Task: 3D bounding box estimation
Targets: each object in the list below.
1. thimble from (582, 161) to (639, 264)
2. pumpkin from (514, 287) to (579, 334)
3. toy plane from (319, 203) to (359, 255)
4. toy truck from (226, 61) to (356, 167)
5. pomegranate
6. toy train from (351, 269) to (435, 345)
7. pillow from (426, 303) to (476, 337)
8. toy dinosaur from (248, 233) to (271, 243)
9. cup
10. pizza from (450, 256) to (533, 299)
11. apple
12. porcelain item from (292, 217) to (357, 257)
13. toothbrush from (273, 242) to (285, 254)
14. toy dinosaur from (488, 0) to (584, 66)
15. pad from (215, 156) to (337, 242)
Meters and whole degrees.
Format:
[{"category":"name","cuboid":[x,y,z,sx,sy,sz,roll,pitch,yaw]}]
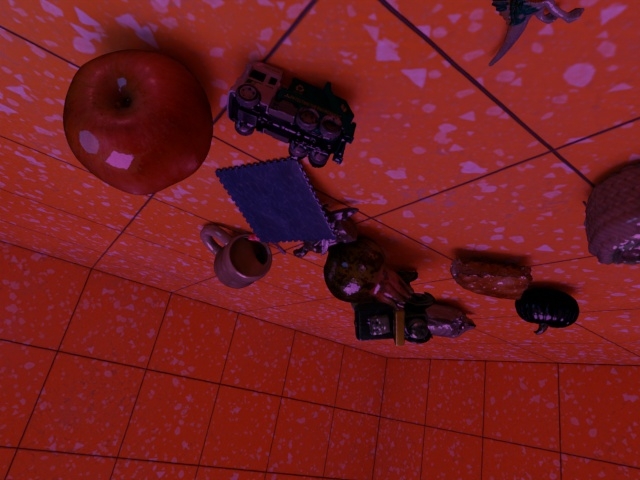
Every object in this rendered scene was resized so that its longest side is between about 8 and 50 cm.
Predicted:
[{"category":"thimble","cuboid":[0.619,-0.041,0.766,0.218,0.150,0.219,9,158,4]},{"category":"pumpkin","cuboid":[0.761,0.227,1.381,0.194,0.150,0.194,-9,151,-5]},{"category":"toy plane","cuboid":[-0.004,-0.055,1.108,0.226,0.058,0.226,-8,122,30]},{"category":"toy truck","cuboid":[-0.043,-0.222,0.705,0.215,0.116,0.110,21,156,-5]},{"category":"pomegranate","cuboid":[0.142,0.091,1.242,0.276,0.204,0.222,2,-171,27]},{"category":"toy train","cuboid":[0.227,0.214,1.378,0.253,0.160,0.397,-2,-163,-1]},{"category":"pillow","cuboid":[0.513,0.356,1.830,0.309,0.138,0.283,-1,164,32]},{"category":"toy dinosaur","cuboid":[-0.093,-0.022,1.307,0.285,0.070,0.139,-7,165,17]},{"category":"cup","cuboid":[-0.321,0.066,1.469,0.255,0.173,0.202,20,155,-23]},{"category":"pizza","cuboid":[0.548,0.111,1.268,0.335,0.086,0.226,22,152,-28]},{"category":"apple","cuboid":[-0.310,-0.196,0.731,0.242,0.242,0.241,10,165,3]},{"category":"porcelain item","cuboid":[0.000,0.000,1.204,0.215,0.069,0.081,-26,136,31]},{"category":"toothbrush","cuboid":[-0.163,0.015,1.478,0.013,0.019,0.193,3,158,20]},{"category":"toy dinosaur","cuboid":[0.243,-0.292,0.490,0.106,0.044,0.187,34,165,-17]},{"category":"pad","cuboid":[-0.114,-0.092,1.068,0.268,0.012,0.270,-4,133,32]}]
